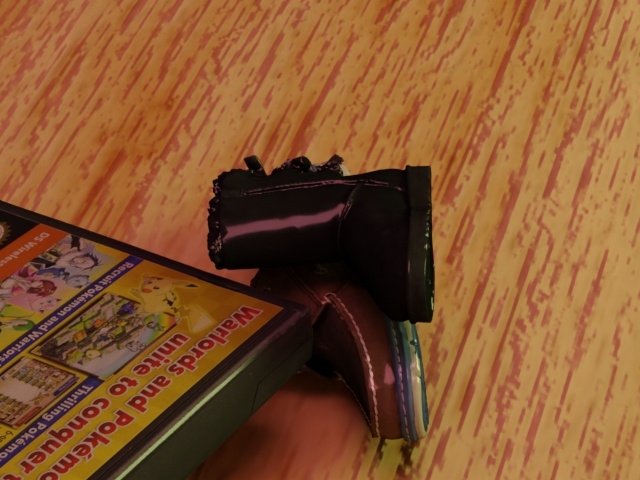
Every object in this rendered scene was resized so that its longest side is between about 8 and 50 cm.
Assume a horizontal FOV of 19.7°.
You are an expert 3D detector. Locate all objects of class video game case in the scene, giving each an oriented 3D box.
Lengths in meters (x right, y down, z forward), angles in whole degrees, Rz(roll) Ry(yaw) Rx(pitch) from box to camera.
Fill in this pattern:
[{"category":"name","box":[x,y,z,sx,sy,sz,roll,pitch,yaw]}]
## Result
[{"category":"video game case","box":[-0.180,0.069,0.756,0.248,0.035,0.275,18,37,28]}]

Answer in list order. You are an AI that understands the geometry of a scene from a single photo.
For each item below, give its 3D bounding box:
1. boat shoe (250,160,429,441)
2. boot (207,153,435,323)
[{"category":"boat shoe","box":[0.001,0.033,0.855,0.066,0.066,0.183,-13,35,-8]},{"category":"boot","box":[0.000,0.000,0.802,0.099,0.045,0.121,-2,28,3]}]
